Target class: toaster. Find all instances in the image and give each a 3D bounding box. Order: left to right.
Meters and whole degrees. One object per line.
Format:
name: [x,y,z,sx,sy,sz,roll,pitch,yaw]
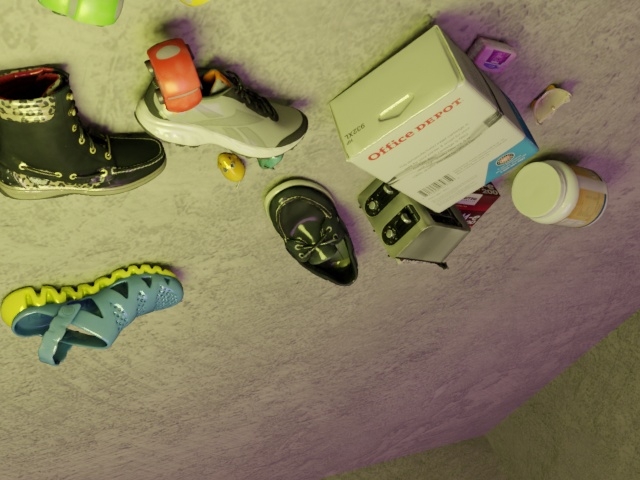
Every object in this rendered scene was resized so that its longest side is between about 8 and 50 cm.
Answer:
toaster: [0.191,-0.044,1.420,0.186,0.168,0.110,8,134,-43]

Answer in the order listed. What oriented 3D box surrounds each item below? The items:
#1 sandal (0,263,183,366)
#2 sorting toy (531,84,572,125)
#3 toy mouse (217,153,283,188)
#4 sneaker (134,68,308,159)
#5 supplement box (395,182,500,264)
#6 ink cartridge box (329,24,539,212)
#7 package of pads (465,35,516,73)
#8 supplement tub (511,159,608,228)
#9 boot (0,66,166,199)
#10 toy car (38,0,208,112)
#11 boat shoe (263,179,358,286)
sandal: [-0.398,0.140,1.291,0.317,0.138,0.126,-15,145,-21]
sorting toy: [0.463,-0.268,1.414,0.083,0.045,0.075,-45,152,28]
toy mouse: [-0.104,-0.148,1.176,0.143,0.031,0.161,-29,149,4]
sneaker: [-0.125,-0.190,1.036,0.271,0.100,0.108,1,134,-38]
supplement box: [0.266,-0.046,1.566,0.130,0.073,0.239,2,139,-37]
ink cartridge box: [0.198,-0.191,1.215,0.223,0.129,0.307,-32,149,26]
package of pads: [0.289,-0.316,1.216,0.083,0.032,0.050,0,144,-36]
supplement tub: [0.542,-0.104,1.614,0.200,0.144,0.144,5,137,-41]
boot: [-0.323,-0.146,0.966,0.236,0.085,0.178,-11,144,-23]
toy car: [-0.218,-0.269,0.846,0.225,0.053,0.239,6,119,-30]
boat shoe: [-0.004,0.002,1.397,0.127,0.113,0.340,-27,149,2]
